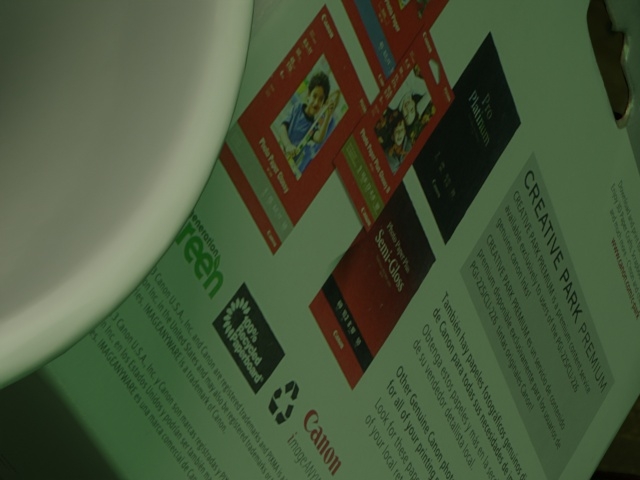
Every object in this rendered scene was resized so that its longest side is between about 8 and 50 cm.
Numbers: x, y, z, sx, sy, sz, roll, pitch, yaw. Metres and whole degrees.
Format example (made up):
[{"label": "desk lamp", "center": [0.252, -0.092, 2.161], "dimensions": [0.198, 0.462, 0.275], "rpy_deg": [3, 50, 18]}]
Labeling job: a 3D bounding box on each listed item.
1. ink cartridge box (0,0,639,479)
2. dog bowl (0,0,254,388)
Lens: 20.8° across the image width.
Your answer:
[{"label": "ink cartridge box", "center": [0.000, 0.000, 0.601], "dimensions": [0.272, 0.130, 0.309], "rpy_deg": [-54, 141, -25]}, {"label": "dog bowl", "center": [-0.137, -0.087, 0.326], "dimensions": [0.265, 0.104, 0.265], "rpy_deg": [23, 60, -45]}]
